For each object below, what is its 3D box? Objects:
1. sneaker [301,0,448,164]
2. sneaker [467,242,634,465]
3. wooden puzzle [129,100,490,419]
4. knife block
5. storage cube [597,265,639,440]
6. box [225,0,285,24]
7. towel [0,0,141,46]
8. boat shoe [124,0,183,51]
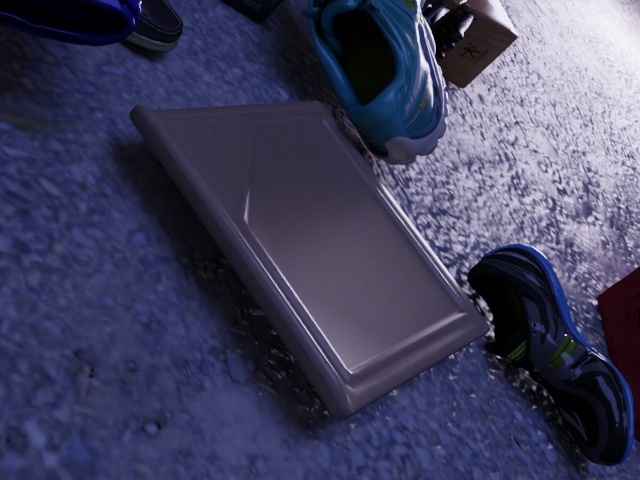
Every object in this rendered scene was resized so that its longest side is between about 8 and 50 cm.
[{"bbox_3d":[0.034,-0.197,0.763,0.110,0.107,0.275,23,46,-59],"label":"sneaker"},{"bbox_3d":[0.171,0.090,0.710,0.078,0.067,0.188,-14,65,-32],"label":"sneaker"},{"bbox_3d":[0.000,0.000,0.618,0.221,0.044,0.238,55,28,13],"label":"wooden puzzle"},{"bbox_3d":[0.084,-0.271,0.970,0.242,0.088,0.276,19,41,-38],"label":"knife block"},{"bbox_3d":[0.397,0.102,0.832,0.215,0.193,0.184,34,33,-18],"label":"storage cube"},{"bbox_3d":[-0.125,-0.302,0.790,0.220,0.051,0.175,27,37,-30],"label":"box"},{"bbox_3d":[-0.218,-0.248,0.541,0.227,0.076,0.308,8,45,-22],"label":"towel"},{"bbox_3d":[-0.152,-0.193,0.635,0.152,0.049,0.056,40,34,-9],"label":"boat shoe"}]
